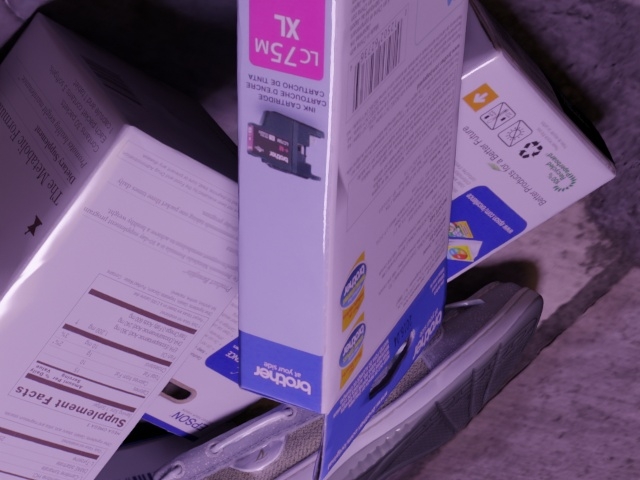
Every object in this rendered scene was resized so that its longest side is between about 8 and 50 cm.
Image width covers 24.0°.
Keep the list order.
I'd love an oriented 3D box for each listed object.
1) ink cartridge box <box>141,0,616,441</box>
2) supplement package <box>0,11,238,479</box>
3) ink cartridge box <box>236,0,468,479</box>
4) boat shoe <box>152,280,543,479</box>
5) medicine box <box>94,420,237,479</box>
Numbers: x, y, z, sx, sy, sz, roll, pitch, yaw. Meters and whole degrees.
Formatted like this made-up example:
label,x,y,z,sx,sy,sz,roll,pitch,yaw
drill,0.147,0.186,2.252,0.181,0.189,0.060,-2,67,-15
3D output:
label,x,y,z,sx,sy,sz,roll,pitch,yaw
ink cartridge box,0.000,0.000,1.009,0.371,0.069,0.176,-35,141,16
supplement package,-0.157,0.023,0.854,0.134,0.139,0.244,28,104,-44
ink cartridge box,0.019,-0.045,0.802,0.065,0.186,0.311,13,124,21
boat shoe,0.029,0.121,1.116,0.320,0.103,0.118,-37,158,-12
medicine box,-0.189,0.304,1.200,0.263,0.149,0.289,-10,144,-31
